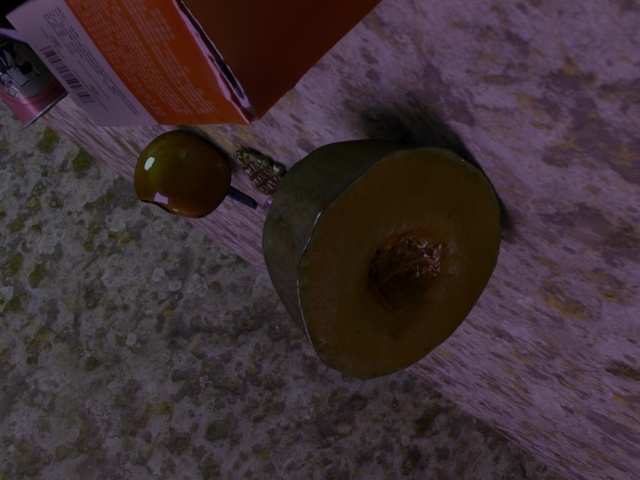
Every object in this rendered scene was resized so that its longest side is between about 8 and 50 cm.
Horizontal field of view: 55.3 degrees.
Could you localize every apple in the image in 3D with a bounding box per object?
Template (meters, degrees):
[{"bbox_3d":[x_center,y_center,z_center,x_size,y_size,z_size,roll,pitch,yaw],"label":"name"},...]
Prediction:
[{"bbox_3d":[-0.342,-0.152,1.511,0.237,0.207,0.237,33,170,7],"label":"apple"}]

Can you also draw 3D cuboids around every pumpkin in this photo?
[{"bbox_3d":[0.067,0.001,0.861,0.332,0.332,0.199,46,176,-42],"label":"pumpkin"}]

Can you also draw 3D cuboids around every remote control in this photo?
[{"bbox_3d":[-0.250,-0.135,1.761,0.152,0.027,0.043,29,160,17],"label":"remote control"}]

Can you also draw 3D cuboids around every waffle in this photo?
[{"bbox_3d":[-0.111,-0.136,1.372,0.169,0.036,0.183,24,164,33],"label":"waffle"}]

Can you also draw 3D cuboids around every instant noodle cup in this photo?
[{"bbox_3d":[-0.715,-0.434,1.456,0.255,0.244,0.244,51,162,-24],"label":"instant noodle cup"}]

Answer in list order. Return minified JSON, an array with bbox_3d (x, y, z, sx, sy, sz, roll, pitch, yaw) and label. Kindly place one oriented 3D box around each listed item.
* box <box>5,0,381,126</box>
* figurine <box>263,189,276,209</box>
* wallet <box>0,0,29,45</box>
[{"bbox_3d":[-0.109,-0.222,0.544,0.341,0.225,0.143,13,146,50],"label":"box"},{"bbox_3d":[0.000,0.000,1.247,0.263,0.189,0.142,52,157,5],"label":"figurine"},{"bbox_3d":[-0.387,-0.321,0.924,0.377,0.051,0.197,15,-153,-2],"label":"wallet"}]
